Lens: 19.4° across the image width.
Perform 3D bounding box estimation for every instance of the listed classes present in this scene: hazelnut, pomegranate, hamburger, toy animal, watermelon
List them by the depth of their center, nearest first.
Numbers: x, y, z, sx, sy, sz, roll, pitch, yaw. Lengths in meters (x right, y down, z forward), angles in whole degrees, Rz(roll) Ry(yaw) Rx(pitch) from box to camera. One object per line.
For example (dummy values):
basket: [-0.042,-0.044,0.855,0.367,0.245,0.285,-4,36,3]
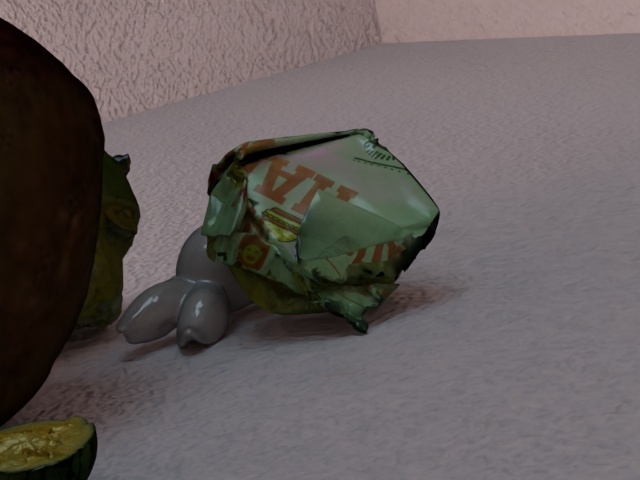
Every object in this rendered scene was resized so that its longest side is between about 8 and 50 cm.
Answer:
watermelon: [-0.218,0.173,1.410,0.105,0.062,0.105,-6,17,2]
hazelnut: [-0.388,-0.019,1.649,0.421,0.420,0.353,-4,8,34]
hamburger: [0.002,0.002,1.792,0.214,0.235,0.125,-19,-27,-24]
toy animal: [-0.111,0.050,1.877,0.104,0.130,0.220,22,56,19]
pomegranate: [-0.341,0.008,1.923,0.341,0.260,0.260,-21,14,-22]
